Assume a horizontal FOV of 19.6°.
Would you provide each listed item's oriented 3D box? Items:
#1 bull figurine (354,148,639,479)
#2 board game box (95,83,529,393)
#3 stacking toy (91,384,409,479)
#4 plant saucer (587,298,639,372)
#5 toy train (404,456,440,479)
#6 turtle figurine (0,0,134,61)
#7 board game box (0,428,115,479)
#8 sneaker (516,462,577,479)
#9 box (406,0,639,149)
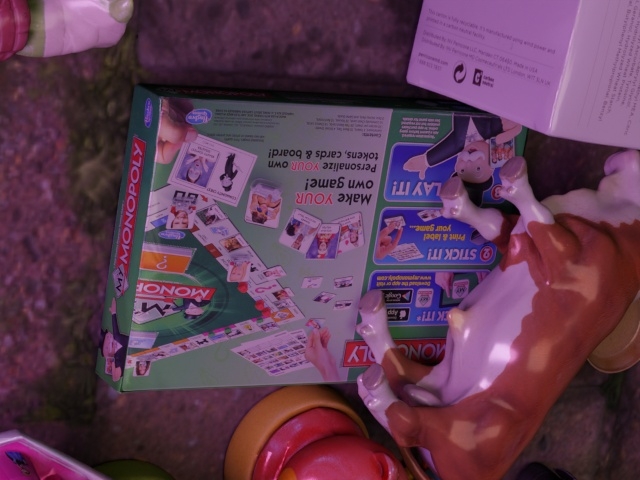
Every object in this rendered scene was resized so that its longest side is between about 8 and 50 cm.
[{"bbox_3d":[0.149,0.045,1.374,0.188,0.101,0.310,37,81,-30],"label":"bull figurine"},{"bbox_3d":[0.000,0.000,1.351,0.317,0.046,0.213,1,107,-33],"label":"board game box"},{"bbox_3d":[-0.058,0.284,1.361,0.280,0.130,0.309,-10,111,-30],"label":"stacking toy"},{"bbox_3d":[0.248,0.070,1.550,0.083,0.015,0.083,-10,111,-29],"label":"plant saucer"},{"bbox_3d":[0.095,0.250,1.452,0.046,0.125,0.166,17,92,-42],"label":"toy train"},{"bbox_3d":[-0.242,-0.154,0.960,0.266,0.198,0.274,-21,118,-29],"label":"turtle figurine"},{"bbox_3d":[-0.182,0.359,1.255,0.390,0.050,0.390,35,98,-36],"label":"board game box"},{"bbox_3d":[0.216,0.242,1.544,0.051,0.089,0.170,-43,123,-13],"label":"sneaker"},{"bbox_3d":[0.173,-0.172,1.318,0.119,0.181,0.182,5,103,-33],"label":"box"}]
